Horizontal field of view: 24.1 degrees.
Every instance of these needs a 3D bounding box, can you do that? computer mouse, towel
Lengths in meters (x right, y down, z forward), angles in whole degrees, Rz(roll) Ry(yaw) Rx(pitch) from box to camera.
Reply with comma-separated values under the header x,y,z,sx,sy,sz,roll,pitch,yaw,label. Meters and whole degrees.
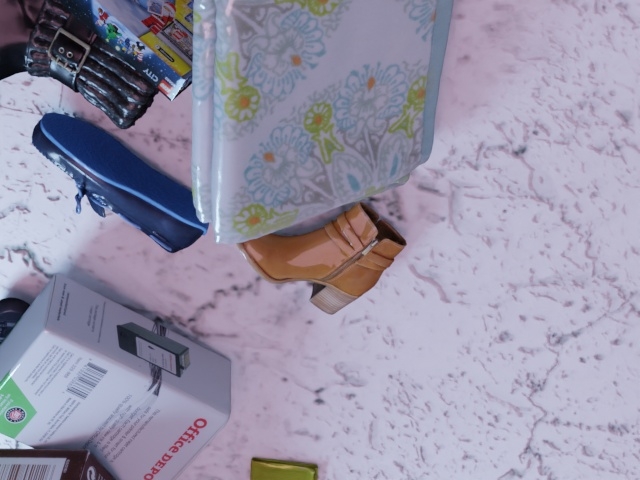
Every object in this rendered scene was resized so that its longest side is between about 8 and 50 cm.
x,y,z,sx,sy,sz,roll,pitch,yaw,label
-0.447,0.168,2.133,0.071,0.041,0.242,8,129,-15,computer mouse
-0.058,0.426,2.253,0.102,0.021,0.237,5,122,3,towel
0.004,-0.195,1.707,0.320,0.090,0.374,-21,130,-33,towel

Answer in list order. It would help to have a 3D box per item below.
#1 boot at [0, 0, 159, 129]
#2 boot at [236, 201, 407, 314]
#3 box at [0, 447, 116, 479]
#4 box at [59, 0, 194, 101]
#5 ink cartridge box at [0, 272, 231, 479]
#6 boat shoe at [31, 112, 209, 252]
x,y,z,sx,sy,sz,roll,pitch,yaw,label
-0.334,-0.209,1.822,0.260,0.131,0.348,34,119,-14,boot
0.000,0.000,1.951,0.197,0.073,0.152,31,122,-26,boot
-0.347,0.443,2.144,0.191,0.143,0.381,-3,145,22,box
-0.205,-0.283,1.707,0.233,0.159,0.044,42,136,0,box
-0.295,0.207,2.063,0.289,0.121,0.211,29,122,-22,ink cartridge box
-0.267,-0.060,1.924,0.258,0.109,0.089,37,122,-13,boat shoe
